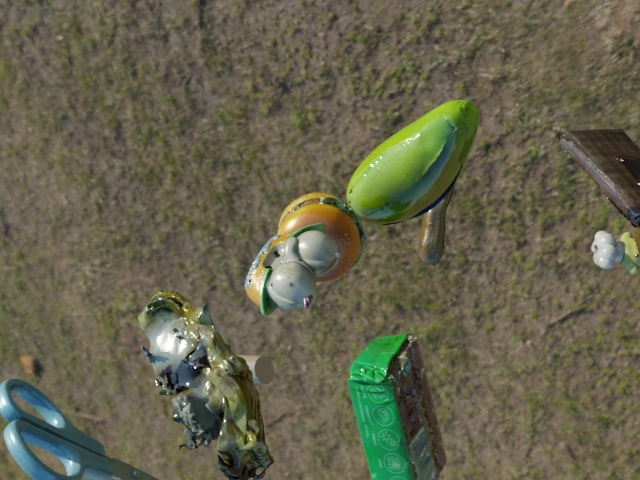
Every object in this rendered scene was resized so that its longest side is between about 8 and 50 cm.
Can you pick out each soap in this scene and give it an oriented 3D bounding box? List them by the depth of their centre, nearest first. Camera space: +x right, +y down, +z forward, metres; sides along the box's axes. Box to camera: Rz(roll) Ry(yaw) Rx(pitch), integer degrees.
[{"bbox_3d":[0.138,0.320,1.377,0.098,0.218,0.273,-10,103,25],"label":"soap"}]

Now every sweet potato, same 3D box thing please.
[{"bbox_3d":[0.288,-0.053,1.973,0.062,0.081,0.233,12,89,28],"label":"sweet potato"}]

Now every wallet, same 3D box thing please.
[{"bbox_3d":[0.474,-0.101,1.215,0.230,0.124,0.042,-115,23,-49],"label":"wallet"}]

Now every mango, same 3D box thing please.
[{"bbox_3d":[0.134,-0.103,1.097,0.233,0.125,0.111,-42,76,28],"label":"mango"}]

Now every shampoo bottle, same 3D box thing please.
[{"bbox_3d":[-0.243,0.334,2.022,0.256,0.078,0.127,-7,147,35],"label":"shampoo bottle"}]

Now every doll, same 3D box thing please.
[{"bbox_3d":[0.660,0.026,1.702,0.162,0.106,0.062,5,148,-7],"label":"doll"}]

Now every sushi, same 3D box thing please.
[{"bbox_3d":[-0.161,0.183,1.054,0.291,0.131,0.139,59,170,32],"label":"sushi"}]

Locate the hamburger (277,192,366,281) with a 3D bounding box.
[{"bbox_3d":[-0.002,-0.001,2.077,0.246,0.170,0.246,1,115,1],"label":"hamburger"}]

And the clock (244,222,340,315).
[{"bbox_3d":[-0.047,0.055,1.507,0.144,0.231,0.103,11,144,29],"label":"clock"}]

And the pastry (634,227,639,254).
[{"bbox_3d":[0.695,0.066,1.410,0.136,0.329,0.330,-43,82,20],"label":"pastry"}]

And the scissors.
[{"bbox_3d":[-0.310,0.346,1.197,0.192,0.029,0.447,47,179,44],"label":"scissors"}]
